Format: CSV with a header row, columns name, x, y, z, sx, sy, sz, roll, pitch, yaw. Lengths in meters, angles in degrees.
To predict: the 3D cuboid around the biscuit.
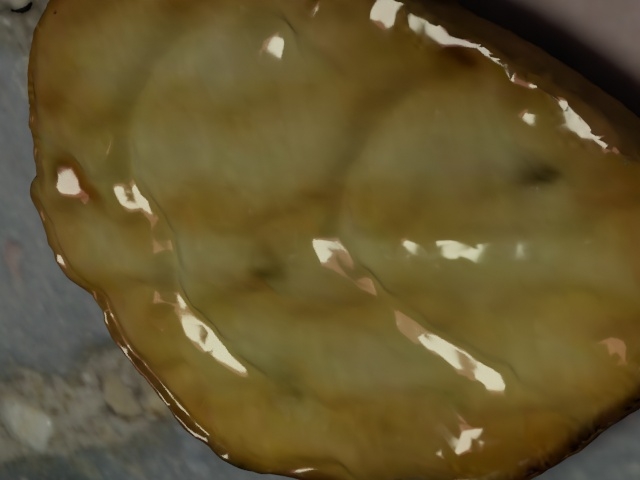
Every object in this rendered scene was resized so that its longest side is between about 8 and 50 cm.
name,x,y,z,sx,sy,sz,roll,pitch,yaw
biscuit,0.003,-0.002,0.466,0.260,0.041,0.203,1,115,39
